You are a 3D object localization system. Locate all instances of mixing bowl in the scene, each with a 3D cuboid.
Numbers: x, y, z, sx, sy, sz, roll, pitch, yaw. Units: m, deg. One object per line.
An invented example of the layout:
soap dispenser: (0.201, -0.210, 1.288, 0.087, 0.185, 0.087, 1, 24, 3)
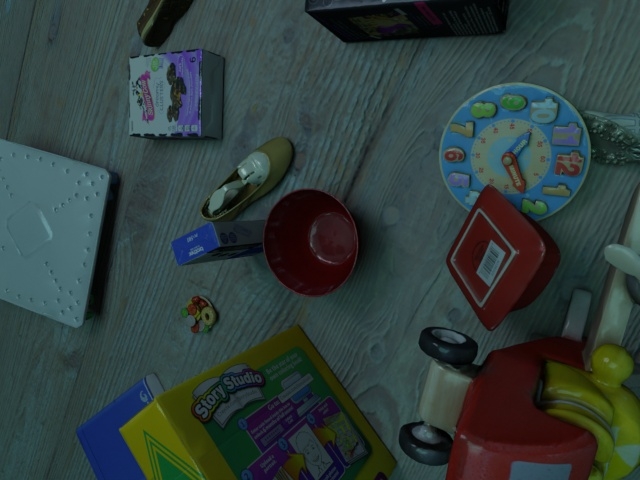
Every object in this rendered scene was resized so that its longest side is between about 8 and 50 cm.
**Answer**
mixing bowl: (0.000, 0.000, 0.808, 0.181, 0.098, 0.181, 3, 96, 26)

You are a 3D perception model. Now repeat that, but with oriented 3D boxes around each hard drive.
hard drive: (-0.460, 0.488, 1.126, 0.319, 0.040, 0.210, -37, 78, 25)

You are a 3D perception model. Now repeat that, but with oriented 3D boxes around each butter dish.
butter dish: (0.275, 0.026, 0.660, 0.160, 0.118, 0.160, -107, 28, -50)

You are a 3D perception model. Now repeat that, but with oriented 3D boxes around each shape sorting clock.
shape sorting clock: (0.272, -0.120, 0.668, 0.206, 0.040, 0.206, 12, 116, 25)

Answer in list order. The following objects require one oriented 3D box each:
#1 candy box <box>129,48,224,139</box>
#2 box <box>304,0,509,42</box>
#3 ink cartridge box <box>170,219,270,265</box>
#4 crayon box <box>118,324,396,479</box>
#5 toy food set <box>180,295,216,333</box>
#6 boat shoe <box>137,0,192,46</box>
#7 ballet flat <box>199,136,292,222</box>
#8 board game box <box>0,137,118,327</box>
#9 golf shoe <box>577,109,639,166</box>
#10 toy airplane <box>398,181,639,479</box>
candy box: (-0.297, -0.291, 0.947, 0.196, 0.070, 0.164, 6, 98, 26)
box: (0.132, -0.398, 0.674, 0.270, 0.143, 0.165, 10, 98, 27)
ink cartridge box: (-0.152, 0.001, 0.824, 0.097, 0.207, 0.046, -22, 83, 28)
crayon box: (-0.067, 0.327, 0.726, 0.106, 0.363, 0.313, -45, 75, 24)
toy food set: (-0.263, 0.161, 1.003, 0.083, 0.020, 0.082, 48, 114, 15)
boat shoe: (-0.321, -0.482, 0.945, 0.178, 0.064, 0.060, -40, 79, 27)
ballet flat: (-0.145, -0.108, 0.886, 0.232, 0.073, 0.080, -43, 76, 24)
board game box: (-0.699, -0.028, 1.140, 0.390, 0.050, 0.390, 16, 99, 13)
golf shoe: (0.418, -0.140, 0.610, 0.086, 0.069, 0.176, -44, 55, -17)
toy airplane: (0.307, 0.187, 0.518, 0.272, 0.386, 0.384, 20, 60, 46)
